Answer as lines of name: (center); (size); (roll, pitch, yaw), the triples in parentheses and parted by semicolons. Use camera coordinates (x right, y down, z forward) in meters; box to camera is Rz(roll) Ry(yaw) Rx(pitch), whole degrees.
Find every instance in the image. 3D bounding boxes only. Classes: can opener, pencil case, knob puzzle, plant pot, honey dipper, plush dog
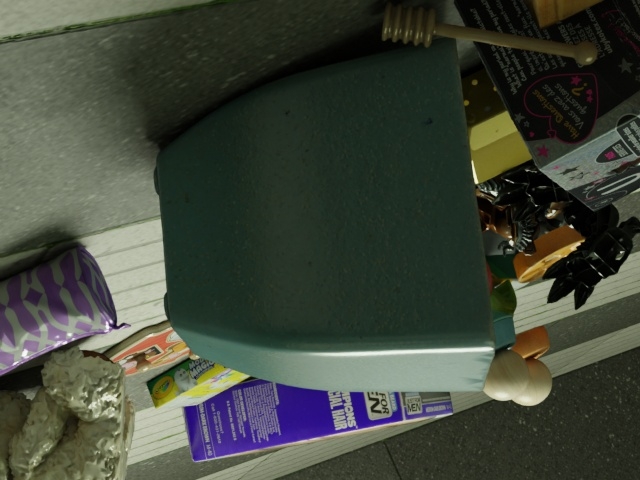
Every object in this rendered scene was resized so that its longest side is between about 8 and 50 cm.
can opener: (0.239, -0.037, 1.935); (0.283, 0.076, 0.095); (-3, 123, -55)
pencil case: (-0.282, 0.082, 1.422); (0.206, 0.088, 0.086); (-26, 168, 6)
knob puzzle: (-0.189, 0.135, 1.897); (0.213, 0.030, 0.213); (-22, 167, -6)
plant pot: (0.000, 0.000, 1.301); (0.252, 0.247, 0.247); (-6, 166, 3)
honey dipper: (0.127, -0.152, 1.180); (0.161, 0.030, 0.030); (9, 166, 3)
plush dog: (-0.334, 0.239, 1.780); (0.226, 0.210, 0.262); (4, 161, -1)
plant pot: (0.153, -0.115, 1.441); (0.081, 0.081, 0.083); (-26, 156, 6)

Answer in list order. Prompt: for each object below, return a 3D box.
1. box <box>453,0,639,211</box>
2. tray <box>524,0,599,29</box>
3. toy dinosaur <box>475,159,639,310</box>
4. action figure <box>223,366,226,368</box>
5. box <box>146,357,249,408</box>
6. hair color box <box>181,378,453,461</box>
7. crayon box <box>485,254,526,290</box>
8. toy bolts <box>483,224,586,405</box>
box: (0.229, -0.134, 1.307); (0.142, 0.163, 0.247); (-28, 165, 15)
tray: (0.206, -0.262, 0.984); (0.203, 0.076, 0.411); (-26, 165, 5)
toy dinosaur: (0.233, -0.075, 1.579); (0.322, 0.164, 0.218); (-45, -158, 25)
action figure: (0.004, 0.059, 1.698); (0.276, 0.140, 0.164); (-20, -177, -15)
box: (-0.130, 0.167, 2.088); (0.179, 0.043, 0.105); (-28, 166, 24)
hair color box: (-0.004, 0.234, 2.258); (0.339, 0.110, 0.185); (-16, 171, 25)
crayon box: (0.112, 0.063, 2.020); (0.203, 0.083, 0.323); (-31, 166, 24)
toy bolts: (0.242, 0.102, 1.890); (0.218, 0.158, 0.228); (-37, 162, 27)
